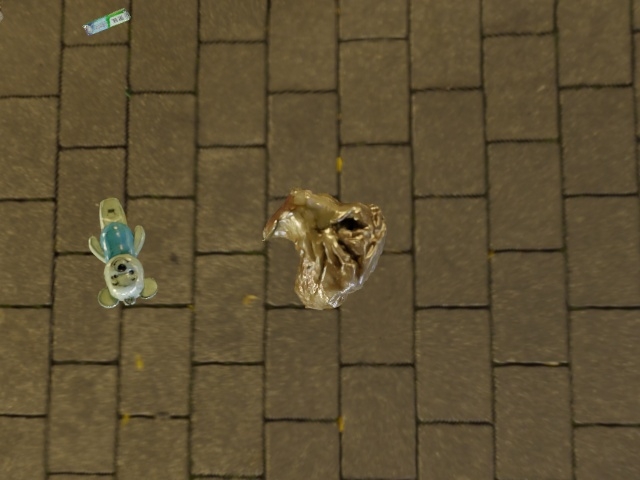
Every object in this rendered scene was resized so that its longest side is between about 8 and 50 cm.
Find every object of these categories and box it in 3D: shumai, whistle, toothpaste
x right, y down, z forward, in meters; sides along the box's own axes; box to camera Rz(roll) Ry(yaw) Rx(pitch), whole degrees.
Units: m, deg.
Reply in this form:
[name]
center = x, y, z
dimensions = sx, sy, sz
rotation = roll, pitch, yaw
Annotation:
[shumai]
center = 0.000, 0.000, 1.322
dimensions = 0.175, 0.166, 0.206
rotation = 39, 54, -19
[whistle]
center = -0.389, 0.018, 1.563
dimensions = 0.114, 0.077, 0.235
rotation = -14, 64, -8
[toothpaste]
center = -0.365, -0.374, 1.381
dimensions = 0.083, 0.017, 0.020
rotation = -14, 119, 21

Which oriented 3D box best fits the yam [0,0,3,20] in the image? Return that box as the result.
[yam]
center = -0.467, -0.236, 0.892
dimensions = 0.129, 0.238, 0.128
rotation = -6, 123, 35
